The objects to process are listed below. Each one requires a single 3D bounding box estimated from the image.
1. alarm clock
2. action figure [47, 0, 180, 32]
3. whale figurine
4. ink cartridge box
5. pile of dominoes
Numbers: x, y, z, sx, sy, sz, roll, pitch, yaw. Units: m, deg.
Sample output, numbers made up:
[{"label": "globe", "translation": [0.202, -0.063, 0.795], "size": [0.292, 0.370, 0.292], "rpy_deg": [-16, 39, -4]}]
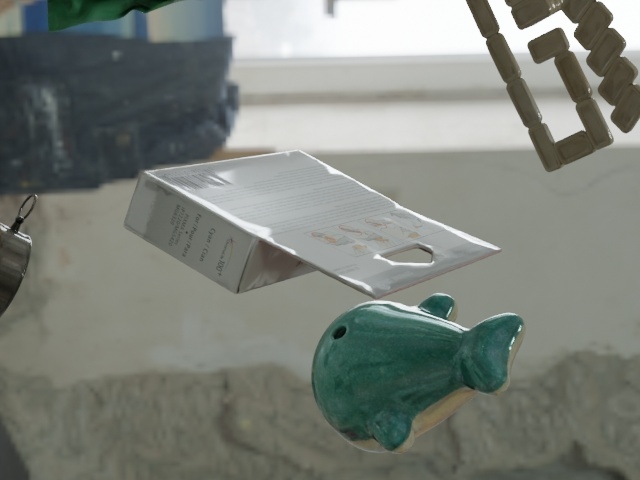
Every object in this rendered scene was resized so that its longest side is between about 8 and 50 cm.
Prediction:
[{"label": "alarm clock", "translation": [-0.403, 0.024, 1.770], "size": [0.192, 0.064, 0.129], "rpy_deg": [-58, -154, 1]}, {"label": "action figure", "translation": [-0.199, -0.312, 1.641], "size": [0.063, 0.232, 0.137], "rpy_deg": [140, -55, -80]}, {"label": "whale figurine", "translation": [0.100, 0.135, 1.621], "size": [0.141, 0.272, 0.216], "rpy_deg": [43, 53, -25]}, {"label": "ink cartridge box", "translation": [0.000, 0.000, 1.381], "size": [0.296, 0.261, 0.066], "rpy_deg": [-15, 129, -60]}, {"label": "pile of dominoes", "translation": [0.276, -0.220, 1.618], "size": [0.196, 0.040, 0.251], "rpy_deg": [-24, -87, 56]}]
